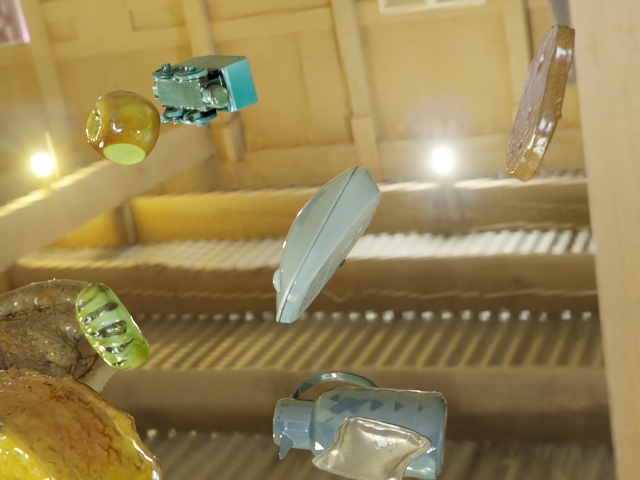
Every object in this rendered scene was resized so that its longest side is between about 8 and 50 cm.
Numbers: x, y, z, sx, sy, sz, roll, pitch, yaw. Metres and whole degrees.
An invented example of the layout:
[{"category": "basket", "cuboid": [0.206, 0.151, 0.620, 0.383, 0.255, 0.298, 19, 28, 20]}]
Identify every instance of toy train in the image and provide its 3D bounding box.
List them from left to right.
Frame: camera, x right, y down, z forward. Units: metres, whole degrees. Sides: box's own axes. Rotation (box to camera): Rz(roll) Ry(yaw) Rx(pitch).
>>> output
[{"category": "toy train", "cuboid": [-0.208, -0.271, 2.034, 0.154, 0.107, 0.198, -26, -156, -33]}]

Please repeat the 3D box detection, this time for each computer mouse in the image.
[{"category": "computer mouse", "cuboid": [-0.005, -0.004, 1.802, 0.097, 0.159, 0.288, 34, -123, 8]}]

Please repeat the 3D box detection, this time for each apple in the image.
[{"category": "apple", "cuboid": [-0.297, -0.171, 1.717, 0.102, 0.099, 0.114, 17, 150, -39]}]

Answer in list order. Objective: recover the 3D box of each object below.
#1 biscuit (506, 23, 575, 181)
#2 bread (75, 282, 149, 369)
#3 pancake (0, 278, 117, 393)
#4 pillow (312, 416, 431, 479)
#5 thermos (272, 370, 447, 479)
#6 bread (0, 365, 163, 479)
[{"category": "biscuit", "cuboid": [0.368, -0.226, 1.915, 0.049, 0.257, 0.273, 14, 175, -1]}, {"category": "bread", "cuboid": [-0.305, 0.126, 1.661, 0.071, 0.130, 0.139, -31, 158, -10]}, {"category": "pancake", "cuboid": [-0.497, 0.191, 1.963, 0.356, 0.065, 0.356, -4, -137, 4]}, {"category": "pillow", "cuboid": [0.069, 0.287, 1.550, 0.130, 0.217, 0.033, 17, -122, -6]}, {"category": "thermos", "cuboid": [0.066, 0.301, 1.921, 0.286, 0.145, 0.182, 5, -134, 9]}, {"category": "bread", "cuboid": [-0.378, 0.369, 1.523, 0.398, 0.398, 0.215, 0, -170, 26]}]
